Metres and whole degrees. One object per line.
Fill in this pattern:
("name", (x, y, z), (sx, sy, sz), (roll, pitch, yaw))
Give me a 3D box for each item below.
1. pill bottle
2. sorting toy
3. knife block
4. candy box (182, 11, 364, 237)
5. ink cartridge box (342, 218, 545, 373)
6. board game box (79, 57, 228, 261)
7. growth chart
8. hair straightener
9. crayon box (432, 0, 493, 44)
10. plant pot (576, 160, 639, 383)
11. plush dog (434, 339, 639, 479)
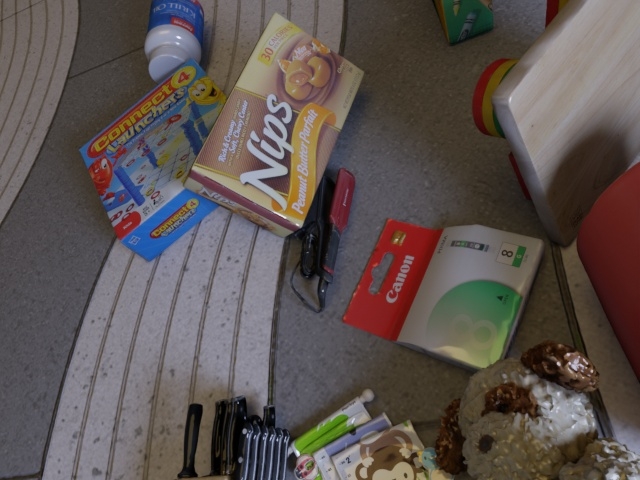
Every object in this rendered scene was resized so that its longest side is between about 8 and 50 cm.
("pill bottle", (-0.329, -0.453, 1.103), (0.124, 0.124, 0.221), (-16, 58, 16))
("sorting toy", (0.303, -0.172, 0.591), (0.257, 0.255, 0.089), (-49, 39, -7))
("knife block", (-0.133, 0.335, 0.587), (0.275, 0.088, 0.242), (-55, 45, 1))
("candy box", (-0.068, -0.187, 0.794), (0.087, 0.183, 0.316), (-25, 40, 64))
("ink cartridge box", (0.152, 0.058, 0.644), (0.225, 0.056, 0.181), (17, 71, 29))
("board game box", (-0.286, -0.167, 0.945), (0.308, 0.086, 0.302), (-40, 55, -1))
("growth chart", (0.072, 0.294, 0.566), (0.172, 0.021, 0.237), (-40, 55, -2))
("hair straightener", (0.000, 0.000, 0.759), (0.089, 0.047, 0.230), (-12, 62, 41))
("crayon box", (0.207, -0.485, 0.783), (0.081, 0.278, 0.165), (-16, 57, 14))
("plant pot", (0.387, 0.048, 0.434), (0.275, 0.275, 0.243), (-26, 45, 9))
("plush dog", (0.214, 0.215, 0.453), (0.262, 0.211, 0.225), (-56, 38, 39))
